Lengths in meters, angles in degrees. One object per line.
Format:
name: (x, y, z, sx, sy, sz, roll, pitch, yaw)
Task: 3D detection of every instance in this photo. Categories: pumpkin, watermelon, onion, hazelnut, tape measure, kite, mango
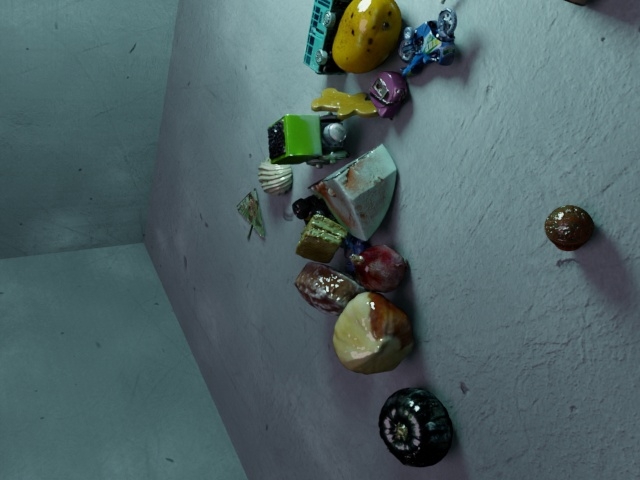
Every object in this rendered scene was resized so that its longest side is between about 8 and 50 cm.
pumpkin: (0.286, 0.564, 1.595, 0.233, 0.163, 0.233, -2, 88, 47)
watermelon: (0.091, -0.136, 1.672, 0.319, 0.213, 0.290, -14, 78, 27)
onion: (0.167, 0.083, 1.647, 0.159, 0.194, 0.160, -25, 57, 45)
hazelnut: (0.163, 0.296, 1.630, 0.241, 0.261, 0.261, -127, 38, -70)
tape measure: (0.205, -0.444, 1.588, 0.125, 0.074, 0.118, 60, 139, 26)
kite: (-0.322, -0.124, 2.476, 0.323, 0.013, 0.268, 41, 127, 47)
mango: (0.134, -0.609, 1.593, 0.290, 0.159, 0.191, -32, 79, 58)

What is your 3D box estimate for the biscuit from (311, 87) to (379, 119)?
biscuit: (0.090, -0.431, 1.695, 0.240, 0.158, 0.035, 21, 140, 26)

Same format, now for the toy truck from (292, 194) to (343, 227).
toy truck: (0.013, -0.082, 1.899, 0.224, 0.147, 0.165, 30, 143, 48)

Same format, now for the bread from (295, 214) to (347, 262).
bread: (0.000, 0.000, 1.769, 0.196, 0.138, 0.102, 132, 154, -65)

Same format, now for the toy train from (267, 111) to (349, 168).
toy train: (-0.050, -0.337, 1.810, 0.307, 0.248, 0.174, -177, 82, -70)

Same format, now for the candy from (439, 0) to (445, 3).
candy: (0.382, -0.726, 1.258, 0.124, 0.124, 0.365, 64, 149, 24)

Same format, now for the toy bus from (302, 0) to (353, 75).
toy bus: (0.035, -0.690, 1.742, 0.147, 0.128, 0.256, 47, 134, 42)

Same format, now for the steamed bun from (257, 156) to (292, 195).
steamed bun: (-0.194, -0.266, 2.180, 0.183, 0.106, 0.183, 14, 107, 55)

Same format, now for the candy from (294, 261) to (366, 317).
candy: (0.029, 0.177, 1.846, 0.214, 0.157, 0.289, 46, 161, -29)

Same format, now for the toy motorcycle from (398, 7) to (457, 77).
toy motorcycle: (0.293, -0.522, 1.437, 0.254, 0.092, 0.136, -6, 101, 64)

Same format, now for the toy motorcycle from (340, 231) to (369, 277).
toy motorcycle: (0.127, 0.031, 1.805, 0.114, 0.076, 0.205, 11, 103, 45)

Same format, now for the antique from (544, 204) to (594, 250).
antique: (0.544, -0.031, 1.158, 0.104, 0.104, 0.104, 16, 109, 53)

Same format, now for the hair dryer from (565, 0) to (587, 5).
hair dryer: (0.450, -0.651, 1.106, 0.344, 0.106, 0.189, 40, 129, 25)
